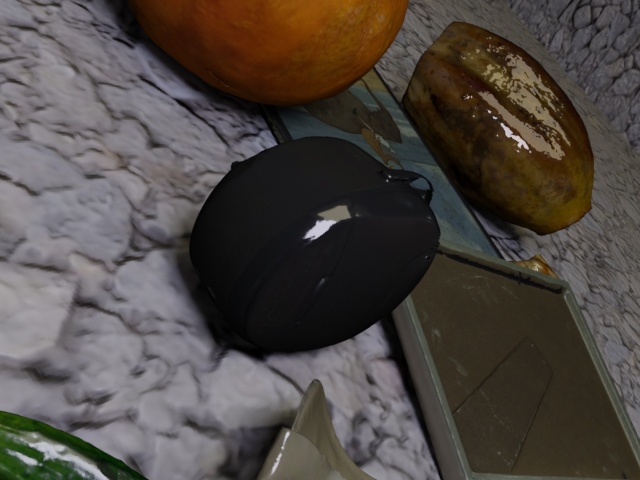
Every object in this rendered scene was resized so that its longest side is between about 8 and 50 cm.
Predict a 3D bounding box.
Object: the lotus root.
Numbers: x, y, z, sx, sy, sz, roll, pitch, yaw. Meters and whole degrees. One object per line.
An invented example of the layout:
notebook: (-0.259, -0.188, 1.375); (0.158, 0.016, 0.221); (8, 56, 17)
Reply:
lotus root: (0.228, -0.131, 1.079); (0.291, 0.193, 0.193); (46, 26, 5)

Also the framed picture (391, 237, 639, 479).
framed picture: (0.189, 0.117, 0.780); (0.335, 0.022, 0.247); (16, 47, -43)

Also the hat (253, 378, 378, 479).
hat: (0.008, 0.174, 0.459); (0.166, 0.144, 0.173); (45, -17, -3)

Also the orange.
orange: (-0.050, -0.260, 0.762); (0.284, 0.226, 0.283); (32, 31, -22)

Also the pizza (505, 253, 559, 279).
pizza: (0.243, 0.055, 0.974); (0.176, 0.036, 0.184); (36, 28, -20)

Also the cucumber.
cucumber: (-0.098, 0.122, 0.387); (0.168, 0.039, 0.039); (38, 28, -12)

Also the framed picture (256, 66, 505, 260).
framed picture: (0.048, -0.096, 0.895); (0.265, 0.016, 0.347); (5, 49, -46)

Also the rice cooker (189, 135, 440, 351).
rice cooker: (0.001, 0.000, 0.585); (0.118, 0.142, 0.203); (46, 26, 23)
